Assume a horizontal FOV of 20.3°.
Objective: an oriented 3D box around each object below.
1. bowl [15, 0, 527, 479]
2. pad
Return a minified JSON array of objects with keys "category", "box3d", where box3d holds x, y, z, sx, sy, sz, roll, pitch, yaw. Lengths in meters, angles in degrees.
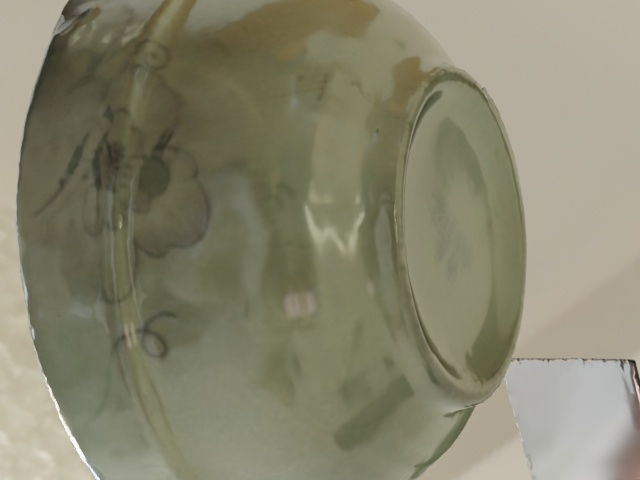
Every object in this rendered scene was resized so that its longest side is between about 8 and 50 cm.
[{"category":"bowl","box3d":[0.000,0.000,0.897,0.163,0.307,0.307,-5,-122,26]},{"category":"pad","box3d":[0.221,0.230,1.337,0.202,0.005,0.299,-9,-82,67]}]
